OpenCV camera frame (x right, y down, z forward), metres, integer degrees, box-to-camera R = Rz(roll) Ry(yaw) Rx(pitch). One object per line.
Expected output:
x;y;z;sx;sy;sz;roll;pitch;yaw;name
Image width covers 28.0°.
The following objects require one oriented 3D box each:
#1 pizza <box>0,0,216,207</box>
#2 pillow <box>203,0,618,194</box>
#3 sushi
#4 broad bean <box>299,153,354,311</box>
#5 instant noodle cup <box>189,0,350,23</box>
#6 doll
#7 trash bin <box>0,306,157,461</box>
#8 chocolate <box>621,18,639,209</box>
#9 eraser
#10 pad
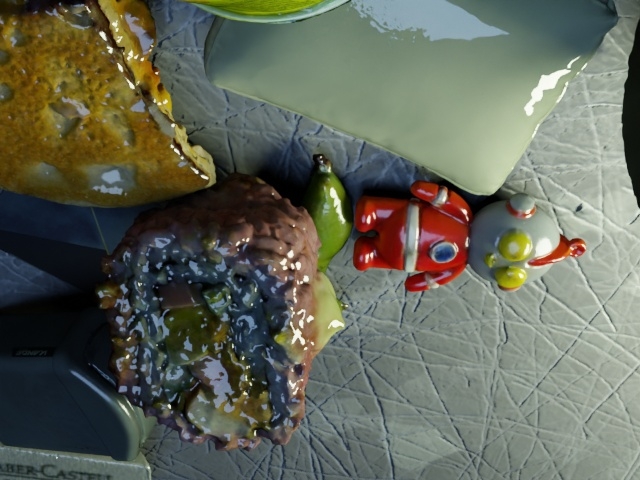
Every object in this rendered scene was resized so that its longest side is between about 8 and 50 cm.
-0.278;-0.160;1.225;0.409;0.114;0.277;18;129;-11;pizza
0.078;-0.192;1.171;0.322;0.119;0.255;23;126;-13;pillow
-0.091;0.075;1.329;0.237;0.171;0.270;-2;113;12;sushi
0.000;0.000;1.376;0.070;0.048;0.213;2;129;3;broad bean
-0.074;-0.308;0.959;0.311;0.221;0.311;3;105;13;instant noodle cup
0.157;0.001;1.353;0.245;0.076;0.142;6;129;4;doll
-0.289;0.162;1.460;0.236;0.101;0.176;-2;133;29;trash bin
0.462;-0.112;1.100;0.297;0.314;0.326;7;127;-33;chocolate
-0.382;0.271;1.599;0.352;0.077;0.111;8;129;-2;eraser
-0.241;0.000;1.420;0.243;0.004;0.163;29;125;-18;pad
